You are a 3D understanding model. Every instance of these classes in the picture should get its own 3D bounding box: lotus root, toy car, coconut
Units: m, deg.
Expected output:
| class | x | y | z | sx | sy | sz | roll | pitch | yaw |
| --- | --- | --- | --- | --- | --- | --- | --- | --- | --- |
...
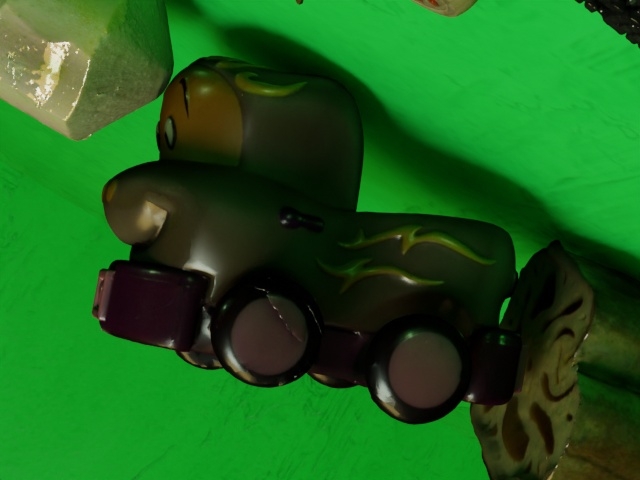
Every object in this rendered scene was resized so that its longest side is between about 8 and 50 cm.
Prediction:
| class | x | y | z | sx | sy | sz | roll | pitch | yaw |
| --- | --- | --- | --- | --- | --- | --- | --- | --- | --- |
| lotus root | 0.234 | 0.124 | 1.235 | 0.180 | 0.188 | 0.199 | 17 | -156 | -15 |
| toy car | 0.000 | 0.000 | 1.201 | 0.341 | 0.240 | 0.271 | 12 | 178 | -14 |
| coconut | -0.181 | -0.153 | 1.164 | 0.153 | 0.147 | 0.147 | 32 | 170 | 4 |

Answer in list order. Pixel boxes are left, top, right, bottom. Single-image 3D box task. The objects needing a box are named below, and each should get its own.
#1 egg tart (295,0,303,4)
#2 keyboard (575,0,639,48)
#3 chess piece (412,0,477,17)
| class | x | y | z | sx | sy | sz | roll | pitch | yaw |
| --- | --- | --- | --- | --- | --- | --- | --- | --- | --- |
| egg tart | -0.058 | -0.193 | 0.651 | 0.315 | 0.120 | 0.315 | 33 | 165 | 10 |
| keyboard | 0.101 | -0.148 | 0.759 | 0.195 | 0.018 | 0.060 | 33 | 173 | -14 |
| chess piece | 0.049 | -0.150 | 0.803 | 0.084 | 0.038 | 0.083 | 31 | 180 | 0 |
